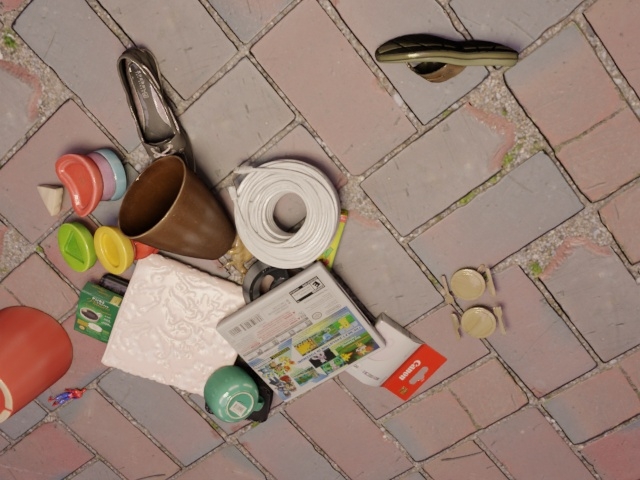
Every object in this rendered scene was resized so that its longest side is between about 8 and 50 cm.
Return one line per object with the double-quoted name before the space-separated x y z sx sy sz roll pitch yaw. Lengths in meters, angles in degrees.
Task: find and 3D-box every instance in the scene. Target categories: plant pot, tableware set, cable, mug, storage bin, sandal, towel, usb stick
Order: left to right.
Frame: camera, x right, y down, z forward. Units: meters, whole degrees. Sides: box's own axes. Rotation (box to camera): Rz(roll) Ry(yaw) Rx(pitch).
"plant pot" -0.866 0.351 1.577 0.274 0.243 0.275 2 112 6
"usb stick" -0.467 0.170 1.567 0.278 0.045 0.077 23 120 -3
"towel" -0.364 0.227 1.518 0.331 0.053 0.317 21 92 -9
"plant pot" -0.317 -0.048 1.370 0.215 0.215 0.230 -33 136 18
"mug" -0.213 0.400 1.491 0.157 0.097 0.130 -9 109 -28
"storage bin" -0.226 0.429 1.624 0.180 0.084 0.122 9 113 3
"cable" -0.079 -0.063 1.362 0.257 0.089 0.257 -7 91 14
"sandal" 0.265 -0.378 1.229 0.302 0.120 0.086 6 126 3
"tableware set" 0.392 0.157 1.471 0.128 0.039 0.194 -12 105 23

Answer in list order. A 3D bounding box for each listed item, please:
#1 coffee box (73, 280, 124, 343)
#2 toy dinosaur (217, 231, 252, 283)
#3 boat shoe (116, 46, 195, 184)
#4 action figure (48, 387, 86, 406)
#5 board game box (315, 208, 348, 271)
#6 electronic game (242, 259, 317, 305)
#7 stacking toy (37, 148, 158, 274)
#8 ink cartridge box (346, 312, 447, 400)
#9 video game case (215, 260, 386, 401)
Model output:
"coffee box" -0.604 0.200 1.570 0.113 0.040 0.184 25 130 -4
"toy dinosaur" -0.222 0.025 1.487 0.092 0.053 0.183 -3 118 -10
"boat shoe" -0.392 -0.278 1.347 0.112 0.095 0.335 -13 110 11
"action figure" -0.756 0.465 1.727 0.115 0.030 0.038 -18 115 8
"board game box" 0.000 0.000 1.446 0.092 0.043 0.181 16 113 -1
"electronic game" -0.086 0.130 1.468 0.229 0.048 0.229 1 118 2
"stacking toy" -0.557 -0.068 1.457 0.279 0.130 0.309 -13 99 39
"ink cartridge box" 0.196 0.329 1.554 0.232 0.066 0.189 37 111 -5
"video game case" -0.049 0.243 1.478 0.329 0.036 0.300 -32 112 15
